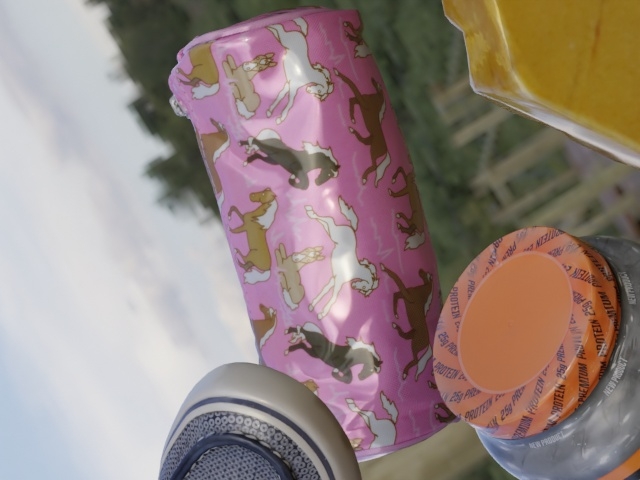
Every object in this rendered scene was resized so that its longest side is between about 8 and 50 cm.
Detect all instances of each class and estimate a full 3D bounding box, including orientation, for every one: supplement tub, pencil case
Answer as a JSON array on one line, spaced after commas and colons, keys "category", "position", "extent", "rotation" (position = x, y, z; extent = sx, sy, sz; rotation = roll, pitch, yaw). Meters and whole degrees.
[{"category": "supplement tub", "position": [0.244, 0.117, 1.451], "extent": [0.316, 0.193, 0.193], "rotation": [28, -160, -35]}, {"category": "pencil case", "position": [0.000, 0.000, 1.627], "extent": [0.167, 0.160, 0.386], "rotation": [-12, 95, 52]}]

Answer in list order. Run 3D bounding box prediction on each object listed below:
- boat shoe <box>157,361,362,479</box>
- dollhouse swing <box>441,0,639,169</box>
[{"category": "boat shoe", "position": [-0.062, 0.240, 1.136], "extent": [0.158, 0.127, 0.340], "rotation": [-60, -19, -48]}, {"category": "dollhouse swing", "position": [0.102, -0.172, 0.722], "extent": [0.347, 0.315, 0.305], "rotation": [22, 174, -35]}]
